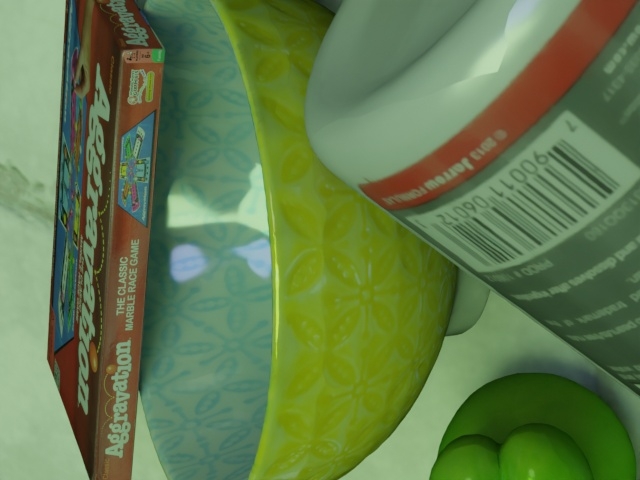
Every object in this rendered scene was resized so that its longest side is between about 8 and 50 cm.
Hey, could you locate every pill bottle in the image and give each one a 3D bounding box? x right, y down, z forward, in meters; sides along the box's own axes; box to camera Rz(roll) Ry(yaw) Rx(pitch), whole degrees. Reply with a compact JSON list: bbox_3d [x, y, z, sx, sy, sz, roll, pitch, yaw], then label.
[{"bbox_3d":[0.190,-0.023,0.778,0.363,0.210,0.210,36,125,-19],"label":"pill bottle"}]

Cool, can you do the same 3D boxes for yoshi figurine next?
[{"bbox_3d":[0.151,0.220,1.006,0.203,0.203,0.362,37,152,53],"label":"yoshi figurine"}]

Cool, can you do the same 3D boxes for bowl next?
[{"bbox_3d":[0.000,0.000,0.926,0.156,0.289,0.289,-3,120,-20],"label":"bowl"}]

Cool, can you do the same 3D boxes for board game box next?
[{"bbox_3d":[-0.129,-0.010,1.016,0.027,0.145,0.281,-4,120,-20],"label":"board game box"}]
